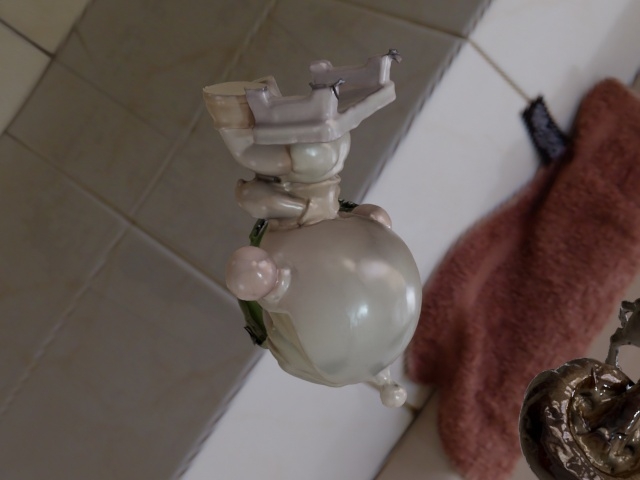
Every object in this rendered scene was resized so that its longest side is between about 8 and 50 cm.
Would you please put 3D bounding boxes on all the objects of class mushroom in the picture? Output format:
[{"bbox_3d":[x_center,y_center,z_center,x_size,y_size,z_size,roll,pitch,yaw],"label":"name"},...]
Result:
[{"bbox_3d":[0.233,0.153,0.984,0.170,0.080,0.135,-34,82,-28],"label":"mushroom"}]

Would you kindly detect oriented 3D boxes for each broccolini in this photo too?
[{"bbox_3d":[-0.016,0.022,1.183,0.123,0.271,0.062,-8,122,11],"label":"broccolini"}]

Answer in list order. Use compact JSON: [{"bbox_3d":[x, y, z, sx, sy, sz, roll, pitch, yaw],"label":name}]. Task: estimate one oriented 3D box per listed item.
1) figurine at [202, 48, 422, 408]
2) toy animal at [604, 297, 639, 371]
[{"bbox_3d":[0.011,-0.003,0.890,0.144,0.182,0.257,-11,103,7],"label":"figurine"},{"bbox_3d":[0.394,0.144,1.234,0.094,0.186,0.214,-39,90,-32],"label":"toy animal"}]
